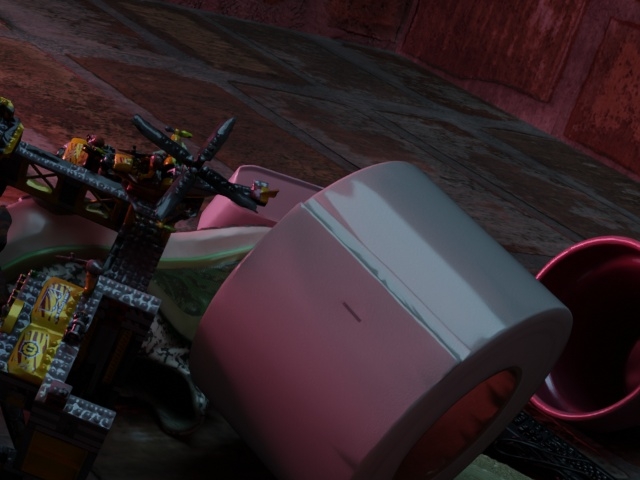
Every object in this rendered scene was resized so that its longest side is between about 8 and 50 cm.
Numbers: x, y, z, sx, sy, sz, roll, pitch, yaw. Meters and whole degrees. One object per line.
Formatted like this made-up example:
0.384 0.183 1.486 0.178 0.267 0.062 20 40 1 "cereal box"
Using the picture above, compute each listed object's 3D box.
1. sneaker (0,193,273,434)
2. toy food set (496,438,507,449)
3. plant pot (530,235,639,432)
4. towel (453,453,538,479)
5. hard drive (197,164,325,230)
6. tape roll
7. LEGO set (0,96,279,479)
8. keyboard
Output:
-0.119 0.090 1.172 0.410 0.158 0.182 7 51 -42 "sneaker"
0.163 0.175 1.346 0.078 0.019 0.122 3 24 -45 "toy food set"
0.334 0.118 1.466 0.180 0.201 0.201 28 7 -41 "plant pot"
0.175 0.228 1.178 0.148 0.027 0.110 24 16 12 "towel"
0.000 0.000 1.424 0.233 0.047 0.353 18 -8 -8 "hard drive"
0.046 0.085 1.042 0.169 0.246 0.246 46 26 23 "tape roll"
-0.201 0.012 0.918 0.255 0.192 0.331 30 55 -2 "LEGO set"
0.233 0.202 1.266 0.192 0.038 0.100 34 23 19 "keyboard"
